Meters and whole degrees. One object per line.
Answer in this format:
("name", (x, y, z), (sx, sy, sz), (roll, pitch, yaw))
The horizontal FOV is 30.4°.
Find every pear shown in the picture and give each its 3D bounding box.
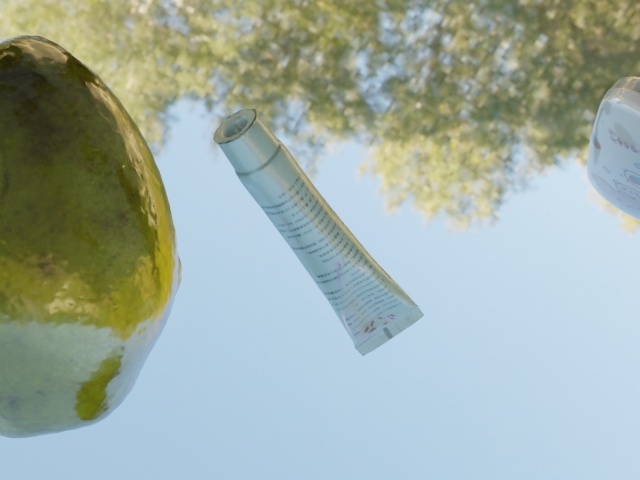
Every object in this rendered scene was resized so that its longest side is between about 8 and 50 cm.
("pear", (-0.326, 0.003, 1.222), (0.351, 0.414, 0.352), (-8, -170, 1))

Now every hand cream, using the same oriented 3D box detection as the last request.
("hand cream", (0.000, 0.000, 1.238), (0.331, 0.085, 0.058), (53, -177, -31))

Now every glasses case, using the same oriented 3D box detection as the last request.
("glasses case", (0.228, -0.057, 0.817), (0.081, 0.051, 0.204), (35, 174, 18))

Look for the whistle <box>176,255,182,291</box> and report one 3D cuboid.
("whistle", (-0.265, 0.039, 1.606), (0.123, 0.123, 0.223), (50, -167, 31))
